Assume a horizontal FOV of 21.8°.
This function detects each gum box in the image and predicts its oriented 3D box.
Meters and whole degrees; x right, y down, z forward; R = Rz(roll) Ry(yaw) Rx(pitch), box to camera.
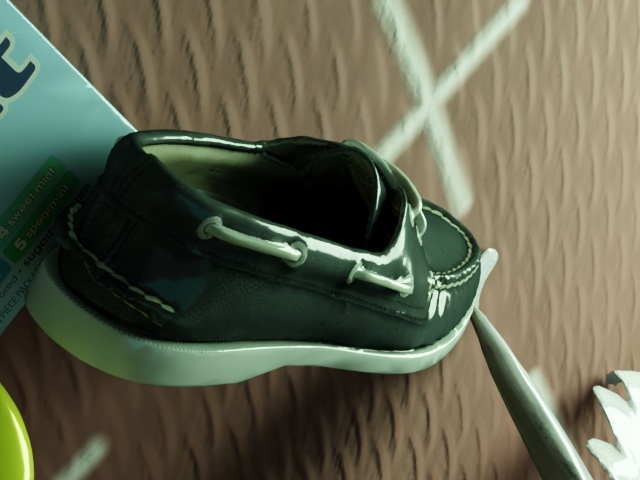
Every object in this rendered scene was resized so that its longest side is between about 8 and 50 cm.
[{"bbox_3d":[-0.171,-0.031,0.646,0.157,0.041,0.184,-53,141,-8],"label":"gum box"}]

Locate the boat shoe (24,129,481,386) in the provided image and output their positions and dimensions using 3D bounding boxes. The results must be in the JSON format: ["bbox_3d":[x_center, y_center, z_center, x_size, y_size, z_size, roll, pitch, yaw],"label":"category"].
[{"bbox_3d":[0.000,0.000,0.760,0.302,0.114,0.091,-10,134,-59],"label":"boat shoe"}]

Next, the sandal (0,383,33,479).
[{"bbox_3d":[-0.263,0.139,0.603,0.317,0.126,0.138,-15,166,-27],"label":"sandal"}]

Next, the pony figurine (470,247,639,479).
[{"bbox_3d":[0.171,0.218,0.973,0.363,0.351,0.303,-48,140,16],"label":"pony figurine"}]
